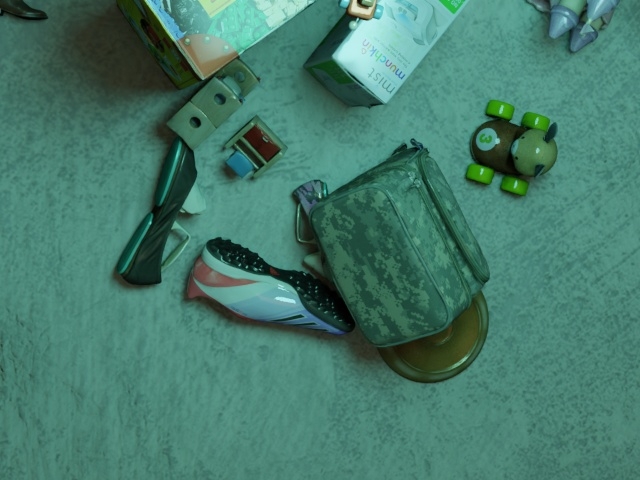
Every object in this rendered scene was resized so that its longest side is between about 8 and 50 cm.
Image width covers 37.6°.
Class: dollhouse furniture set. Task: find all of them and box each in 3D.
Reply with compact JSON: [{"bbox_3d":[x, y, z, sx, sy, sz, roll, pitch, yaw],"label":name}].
[{"bbox_3d":[-0.138,-0.196,1.610,0.129,0.129,0.184,-38,104,26],"label":"dollhouse furniture set"}]

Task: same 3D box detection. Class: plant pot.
[{"bbox_3d":[0.219,0.163,1.812,0.236,0.032,0.237,-2,99,-12],"label":"plant pot"}]

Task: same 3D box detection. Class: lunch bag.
[{"bbox_3d":[0.158,-0.003,1.666,0.256,0.212,0.305,-35,98,-50],"label":"lunch bag"}]

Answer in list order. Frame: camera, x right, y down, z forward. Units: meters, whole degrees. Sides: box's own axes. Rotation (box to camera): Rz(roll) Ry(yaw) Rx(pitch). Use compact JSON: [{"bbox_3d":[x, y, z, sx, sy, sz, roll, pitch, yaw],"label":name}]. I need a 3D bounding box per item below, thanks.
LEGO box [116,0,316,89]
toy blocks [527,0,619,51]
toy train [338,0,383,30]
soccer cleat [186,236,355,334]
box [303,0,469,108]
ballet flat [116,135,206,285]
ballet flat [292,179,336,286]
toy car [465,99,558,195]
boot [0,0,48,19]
[{"bbox_3d":[-0.106,-0.413,1.421,0.372,0.500,0.193,-36,103,-5],"label":"LEGO box"},{"bbox_3d":[0.443,-0.463,1.641,0.309,0.288,0.260,34,84,-18],"label":"toy blocks"},{"bbox_3d":[0.015,-0.344,1.176,0.166,0.046,0.125,19,93,-14],"label":"toy train"},{"bbox_3d":[-0.088,0.108,1.713,0.318,0.109,0.116,26,114,-17],"label":"soccer cleat"},{"bbox_3d":[0.107,-0.350,1.599,0.126,0.262,0.231,40,89,-14],"label":"box"},{"bbox_3d":[-0.264,-0.046,1.655,0.096,0.095,0.281,22,103,-24],"label":"ballet flat"},{"bbox_3d":[0.000,0.000,1.728,0.079,0.077,0.222,-15,96,9],"label":"ballet flat"},{"bbox_3d":[0.370,-0.166,1.718,0.148,0.188,0.155,16,94,-14],"label":"toy car"},{"bbox_3d":[-0.504,-0.431,1.574,0.106,0.037,0.114,7,92,-15],"label":"boot"}]
